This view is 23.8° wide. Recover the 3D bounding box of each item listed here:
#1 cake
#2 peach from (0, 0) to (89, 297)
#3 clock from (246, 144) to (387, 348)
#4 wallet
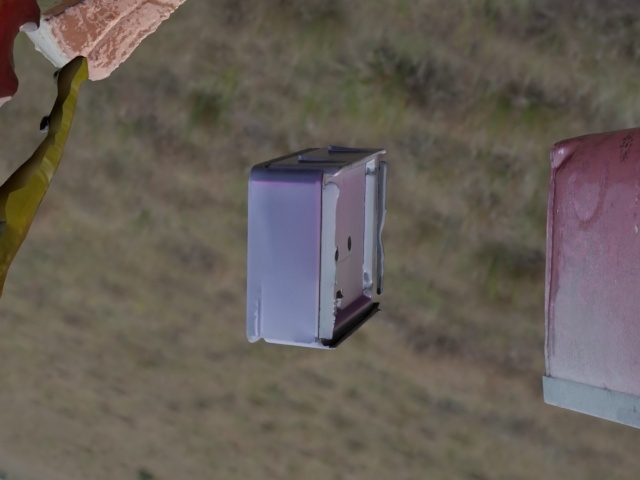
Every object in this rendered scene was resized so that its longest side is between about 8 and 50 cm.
[{"bbox_3d":[-0.180,-0.240,1.479,0.109,0.225,0.090,32,148,53],"label":"cake"},{"bbox_3d":[-0.282,-0.151,0.686,0.310,0.406,0.335,3,149,9],"label":"peach"},{"bbox_3d":[0.001,-0.001,1.221,0.073,0.145,0.193,3,-172,14],"label":"clock"},{"bbox_3d":[0.136,0.014,0.567,0.025,0.119,0.232,0,180,-15],"label":"wallet"}]
